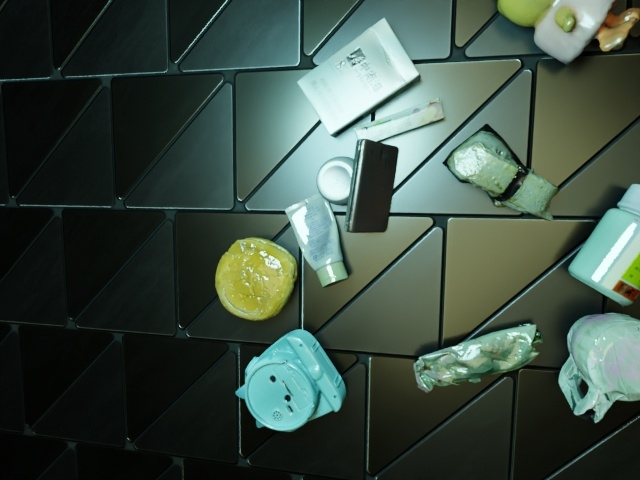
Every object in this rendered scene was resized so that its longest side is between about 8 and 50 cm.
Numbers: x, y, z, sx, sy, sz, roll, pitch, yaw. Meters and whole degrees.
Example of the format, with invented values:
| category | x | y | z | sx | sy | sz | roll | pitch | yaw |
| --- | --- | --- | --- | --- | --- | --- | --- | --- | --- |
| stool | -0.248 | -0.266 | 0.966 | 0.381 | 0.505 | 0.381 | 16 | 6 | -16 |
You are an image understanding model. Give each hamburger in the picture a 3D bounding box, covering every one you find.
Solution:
| category | x | y | z | sx | sy | sz | roll | pitch | yaw |
| --- | --- | --- | --- | --- | --- | --- | --- | --- | --- |
| hamburger | -0.159 | 0.099 | 1.183 | 0.214 | 0.108 | 0.214 | 0 | 92 | 11 |

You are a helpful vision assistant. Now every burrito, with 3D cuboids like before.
| category | x | y | z | sx | sy | sz | roll | pitch | yaw |
| --- | --- | --- | --- | --- | --- | --- | --- | --- | --- |
| burrito | 0.368 | 0.275 | 1.101 | 0.309 | 0.066 | 0.096 | -21 | 89 | 11 |

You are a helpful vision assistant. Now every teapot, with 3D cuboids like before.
| category | x | y | z | sx | sy | sz | roll | pitch | yaw |
| --- | --- | --- | --- | --- | --- | --- | --- | --- | --- |
| teapot | 0.609 | 0.259 | 0.994 | 0.163 | 0.178 | 0.221 | 5 | 96 | 5 |

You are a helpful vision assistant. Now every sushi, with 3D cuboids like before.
| category | x | y | z | sx | sy | sz | roll | pitch | yaw |
| --- | --- | --- | --- | --- | --- | --- | --- | --- | --- |
| sushi | 0.408 | -0.127 | 1.022 | 0.273 | 0.109 | 0.134 | 44 | 104 | 4 |

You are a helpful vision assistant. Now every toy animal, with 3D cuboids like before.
| category | x | y | z | sx | sy | sz | roll | pitch | yaw |
| --- | --- | --- | --- | --- | --- | --- | --- | --- | --- |
| toy animal | 0.477 | -0.479 | 0.947 | 0.281 | 0.195 | 0.169 | 43 | 143 | 1 |

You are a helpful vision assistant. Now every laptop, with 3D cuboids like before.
| category | x | y | z | sx | sy | sz | roll | pitch | yaw |
| --- | --- | --- | --- | --- | --- | --- | --- | --- | --- |
| laptop | 0.118 | -0.120 | 1.076 | 0.026 | 0.154 | 0.207 | 15 | 101 | 38 |

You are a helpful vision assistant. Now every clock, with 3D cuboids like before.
| category | x | y | z | sx | sy | sz | roll | pitch | yaw |
| --- | --- | --- | --- | --- | --- | --- | --- | --- | --- |
| clock | -0.090 | 0.380 | 1.202 | 0.274 | 0.094 | 0.223 | -36 | 87 | 13 |

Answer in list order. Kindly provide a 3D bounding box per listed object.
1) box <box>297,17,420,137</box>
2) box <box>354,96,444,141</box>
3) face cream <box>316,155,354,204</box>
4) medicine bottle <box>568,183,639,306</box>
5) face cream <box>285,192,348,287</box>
| category | x | y | z | sx | sy | sz | roll | pitch | yaw |
| --- | --- | --- | --- | --- | --- | --- | --- | --- | --- |
| box | 0.088 | -0.370 | 1.089 | 0.243 | 0.067 | 0.155 | -31 | 91 | 14 |
| box | 0.181 | -0.272 | 1.092 | 0.207 | 0.041 | 0.050 | -17 | 96 | 14 |
| face cream | 0.048 | -0.140 | 1.104 | 0.117 | 0.104 | 0.117 | 1 | 96 | 13 |
| medicine bottle | 0.635 | 0.010 | 0.972 | 0.139 | 0.139 | 0.225 | 30 | 102 | 8 |
| face cream | 0.000 | 0.000 | 1.163 | 0.114 | 0.070 | 0.224 | -24 | 79 | 14 |
